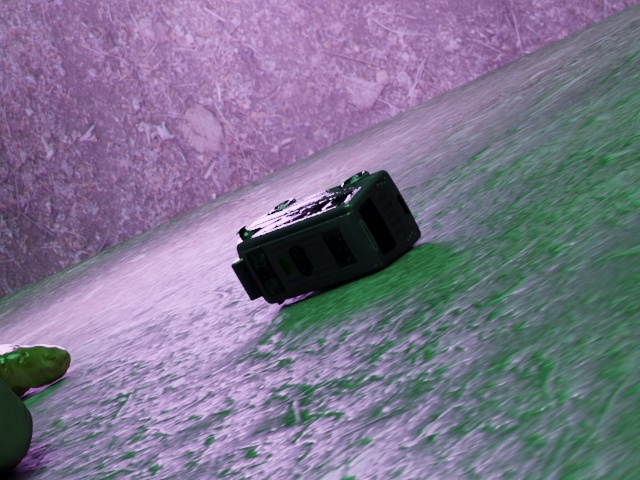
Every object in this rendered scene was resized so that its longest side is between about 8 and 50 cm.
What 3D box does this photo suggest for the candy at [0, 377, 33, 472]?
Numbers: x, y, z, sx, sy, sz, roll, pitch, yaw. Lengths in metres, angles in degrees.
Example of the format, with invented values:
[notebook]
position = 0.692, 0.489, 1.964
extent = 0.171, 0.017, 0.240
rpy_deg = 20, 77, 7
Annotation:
[candy]
position = -0.446, 0.092, 1.815
extent = 0.186, 0.427, 0.386
rpy_deg = -55, -29, -16

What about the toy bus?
[toy bus]
position = 0.000, 0.000, 1.909
extent = 0.178, 0.087, 0.098
rpy_deg = -19, 16, 42

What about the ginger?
[ginger]
position = -0.395, 0.166, 2.287
extent = 0.205, 0.081, 0.115
rpy_deg = -22, 35, -26
